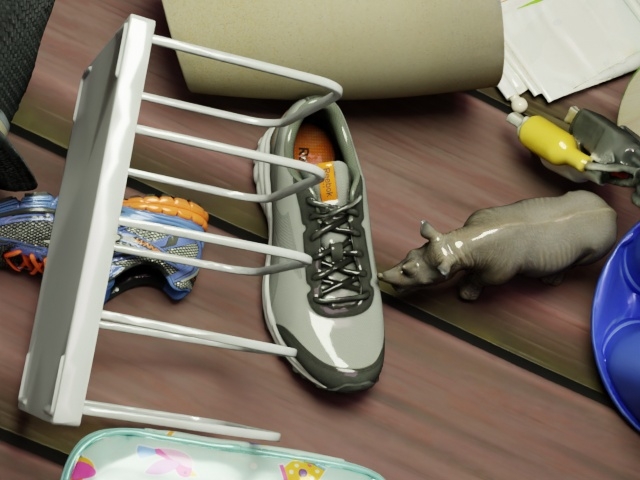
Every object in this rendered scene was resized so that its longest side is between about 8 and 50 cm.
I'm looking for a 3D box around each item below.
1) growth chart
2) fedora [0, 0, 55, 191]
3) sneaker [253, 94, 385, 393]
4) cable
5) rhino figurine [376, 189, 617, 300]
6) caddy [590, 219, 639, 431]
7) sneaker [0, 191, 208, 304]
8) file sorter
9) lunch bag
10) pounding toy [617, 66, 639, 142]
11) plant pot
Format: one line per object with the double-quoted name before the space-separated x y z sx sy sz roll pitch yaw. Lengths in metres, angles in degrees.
"growth chart" 0.253 -0.221 1.255 0.237 0.021 0.172 -17 70 -20
"fedora" -0.298 -0.182 0.922 0.334 0.334 0.152 37 78 5
"sneaker" 0.000 0.000 1.047 0.100 0.108 0.272 -5 69 -17
"cable" 0.275 -0.048 1.069 0.139 0.072 0.287 20 19 -23
"rhino figurine" 0.156 0.006 1.069 0.243 0.106 0.073 -10 73 -24
"caddy" 0.413 0.087 1.070 0.341 0.179 0.241 14 86 -7
"sneaker" -0.201 0.011 1.011 0.221 0.083 0.087 -2 72 -12
"file sorter" -0.106 0.006 0.911 0.173 0.193 0.278 13 81 -19
"lunch bag" -0.071 0.268 0.906 0.279 0.108 0.224 11 64 -8
"pounding toy" 0.416 -0.110 1.181 0.236 0.183 0.110 21 26 18
"plant pot" -0.003 -0.230 1.092 0.273 0.256 0.257 -15 69 -2
